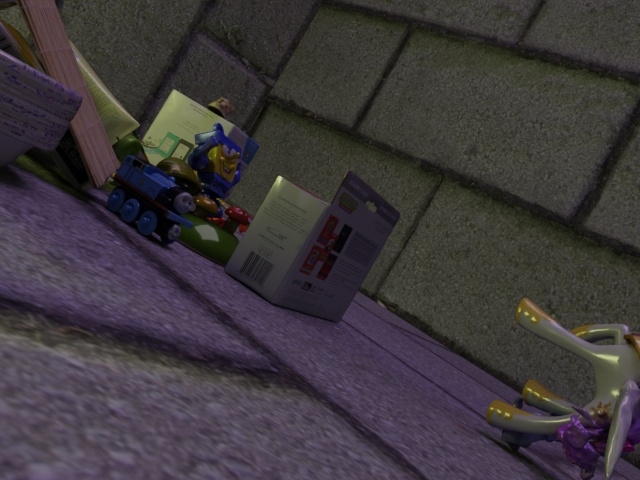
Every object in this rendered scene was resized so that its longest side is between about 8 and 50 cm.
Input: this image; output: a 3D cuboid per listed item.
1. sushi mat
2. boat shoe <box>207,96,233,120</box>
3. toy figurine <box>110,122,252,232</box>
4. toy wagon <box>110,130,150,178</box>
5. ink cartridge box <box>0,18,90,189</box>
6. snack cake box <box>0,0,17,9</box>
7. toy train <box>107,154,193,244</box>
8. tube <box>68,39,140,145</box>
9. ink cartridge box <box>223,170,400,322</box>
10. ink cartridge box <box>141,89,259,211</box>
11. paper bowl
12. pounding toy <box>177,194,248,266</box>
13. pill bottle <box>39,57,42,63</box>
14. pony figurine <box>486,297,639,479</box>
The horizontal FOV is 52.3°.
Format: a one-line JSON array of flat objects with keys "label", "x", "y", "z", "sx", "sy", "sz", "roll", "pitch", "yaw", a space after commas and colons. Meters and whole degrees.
[{"label": "sushi mat", "x": -0.404, "y": -0.245, "z": 1.067, "sx": 0.151, "sy": 0.019, "sz": 0.316, "roll": -106, "pitch": 179, "yaw": -69}, {"label": "boat shoe", "x": -0.243, "y": -0.328, "z": 1.602, "sx": 0.050, "sy": 0.045, "sz": 0.135, "roll": 32, "pitch": 1, "yaw": -4}, {"label": "toy figurine", "x": -0.270, "y": -0.167, "z": 1.430, "sx": 0.191, "sy": 0.217, "sz": 0.362, "roll": 1, "pitch": -15, "yaw": 24}, {"label": "toy wagon", "x": -0.474, "y": -0.227, "z": 1.430, "sx": 0.267, "sy": 0.068, "sz": 0.344, "roll": 40, "pitch": -17, "yaw": 14}, {"label": "ink cartridge box", "x": -0.507, "y": -0.252, "z": 1.221, "sx": 0.303, "sy": 0.072, "sz": 0.307, "roll": 58, "pitch": -4, "yaw": -18}, {"label": "snack cake box", "x": -0.600, "y": -0.374, "z": 0.974, "sx": 0.265, "sy": 0.089, "sz": 0.152, "roll": -10, "pitch": 10, "yaw": 14}, {"label": "toy train", "x": -0.286, "y": -0.069, "z": 1.105, "sx": 0.184, "sy": 0.105, "sz": 0.080, "roll": 30, "pitch": 1, "yaw": 36}, {"label": "tube", "x": -0.439, "y": -0.275, "z": 1.236, "sx": 0.062, "sy": 0.070, "sz": 0.240, "roll": -19, "pitch": 66, "yaw": -47}, {"label": "ink cartridge box", "x": 0.000, "y": 0.000, "z": 1.279, "sx": 0.130, "sy": 0.271, "sz": 0.309, "roll": 31, "pitch": 0, "yaw": 27}, {"label": "ink cartridge box", "x": -0.329, "y": -0.196, "z": 1.658, "sx": 0.197, "sy": 0.270, "sz": 0.198, "roll": 32, "pitch": 1, "yaw": 15}, {"label": "paper bowl", "x": -0.475, "y": -0.200, "z": 0.850, "sx": 0.284, "sy": 0.148, "sz": 0.284, "roll": 31, "pitch": 1, "yaw": -1}, {"label": "pounding toy", "x": -0.235, "y": -0.044, "z": 1.302, "sx": 0.237, "sy": 0.110, "sz": 0.183, "roll": 31, "pitch": 1, "yaw": 18}, {"label": "pill bottle", "x": -0.486, "y": -0.325, "z": 1.201, "sx": 0.083, "sy": 0.043, "sz": 0.043, "roll": 56, "pitch": 7, "yaw": 14}, {"label": "pony figurine", "x": 0.434, "y": 0.252, "z": 0.952, "sx": 0.303, "sy": 0.350, "sz": 0.364, "roll": 34, "pitch": -20, "yaw": -34}]
